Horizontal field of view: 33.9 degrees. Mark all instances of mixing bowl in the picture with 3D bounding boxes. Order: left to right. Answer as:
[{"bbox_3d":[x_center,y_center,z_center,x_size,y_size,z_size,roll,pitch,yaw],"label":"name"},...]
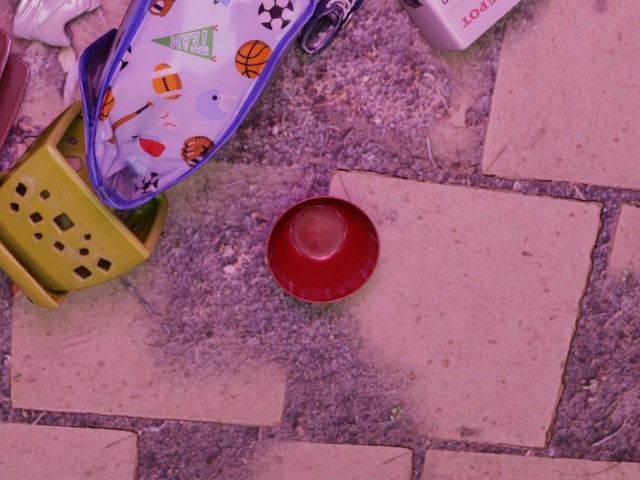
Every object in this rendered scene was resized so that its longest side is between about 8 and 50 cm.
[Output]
[{"bbox_3d":[0.000,0.000,1.706,0.181,0.098,0.181,-2,110,-5],"label":"mixing bowl"}]

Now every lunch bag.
[{"bbox_3d":[-0.195,-0.250,1.481,0.239,0.328,0.385,28,107,-11],"label":"lunch bag"}]

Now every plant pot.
[{"bbox_3d":[-0.390,-0.043,1.595,0.207,0.228,0.227,-34,109,13],"label":"plant pot"}]

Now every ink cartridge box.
[{"bbox_3d":[0.182,-0.465,1.533,0.226,0.131,0.306,-41,106,-2],"label":"ink cartridge box"}]

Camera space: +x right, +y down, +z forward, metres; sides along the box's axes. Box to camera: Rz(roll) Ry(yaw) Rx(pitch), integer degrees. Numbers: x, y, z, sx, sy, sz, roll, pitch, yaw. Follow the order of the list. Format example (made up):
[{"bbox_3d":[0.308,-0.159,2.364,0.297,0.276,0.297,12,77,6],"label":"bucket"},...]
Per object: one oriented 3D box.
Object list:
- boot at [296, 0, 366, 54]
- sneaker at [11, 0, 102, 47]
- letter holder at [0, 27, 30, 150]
[{"bbox_3d":[0.034,-0.360,1.591,0.069,0.086,0.190,34,103,-15],"label":"boot"},{"bbox_3d":[-0.372,-0.393,1.553,0.115,0.090,0.232,18,115,-18],"label":"sneaker"},{"bbox_3d":[-0.541,-0.192,1.481,0.214,0.152,0.302,28,67,-19],"label":"letter holder"}]
